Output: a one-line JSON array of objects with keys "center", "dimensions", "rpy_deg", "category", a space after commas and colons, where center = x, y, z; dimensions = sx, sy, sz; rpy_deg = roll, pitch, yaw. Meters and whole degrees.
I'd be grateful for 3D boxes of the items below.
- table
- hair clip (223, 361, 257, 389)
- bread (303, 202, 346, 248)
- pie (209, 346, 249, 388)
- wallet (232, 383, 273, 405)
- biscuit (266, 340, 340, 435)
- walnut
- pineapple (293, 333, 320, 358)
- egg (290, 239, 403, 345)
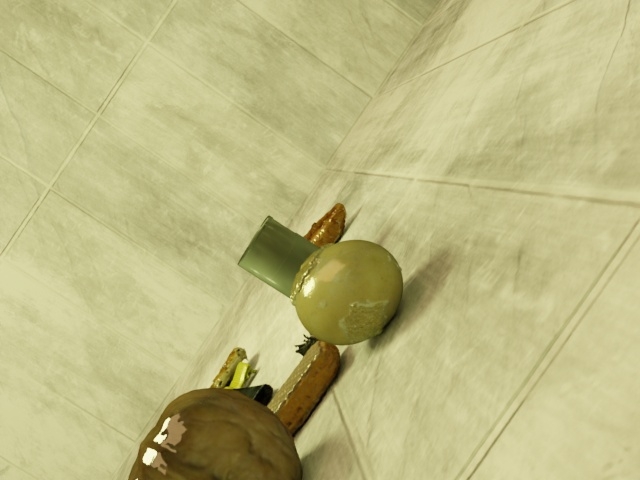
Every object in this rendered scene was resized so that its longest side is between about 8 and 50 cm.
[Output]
[{"center": [-0.049, 0.058, 1.622], "dimensions": [0.126, 0.220, 0.126], "rpy_deg": [-56, 8, 12], "category": "table"}, {"center": [-0.222, 0.386, 1.938], "dimensions": [0.072, 0.046, 0.173], "rpy_deg": [0, 50, 53], "category": "hair clip"}, {"center": [0.000, 0.000, 2.105], "dimensions": [0.233, 0.076, 0.105], "rpy_deg": [-47, 21, 11], "category": "bread"}, {"center": [-0.279, 0.406, 2.087], "dimensions": [0.274, 0.055, 0.274], "rpy_deg": [-58, -1, -2], "category": "pie"}, {"center": [-0.194, 0.400, 1.732], "dimensions": [0.172, 0.045, 0.318], "rpy_deg": [-55, 7, -22], "category": "wallet"}, {"center": [-0.086, 0.331, 1.323], "dimensions": [0.379, 0.054, 0.094], "rpy_deg": [-55, 7, 8], "category": "biscuit"}, {"center": [-0.154, 0.335, 1.097], "dimensions": [0.248, 0.248, 0.248], "rpy_deg": [-54, 8, 11], "category": "walnut"}, {"center": [-0.004, 0.179, 1.496], "dimensions": [0.124, 0.058, 0.058], "rpy_deg": [-62, 8, 1], "category": "pineapple"}, {"center": [0.042, 0.079, 1.201], "dimensions": [0.201, 0.164, 0.164], "rpy_deg": [-40, 17, 48], "category": "egg"}]
